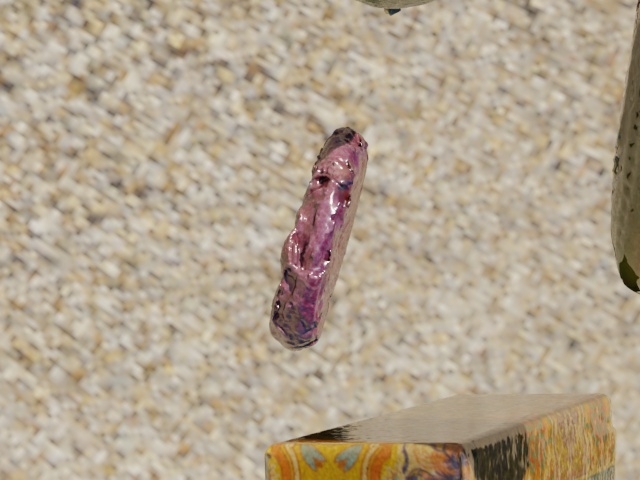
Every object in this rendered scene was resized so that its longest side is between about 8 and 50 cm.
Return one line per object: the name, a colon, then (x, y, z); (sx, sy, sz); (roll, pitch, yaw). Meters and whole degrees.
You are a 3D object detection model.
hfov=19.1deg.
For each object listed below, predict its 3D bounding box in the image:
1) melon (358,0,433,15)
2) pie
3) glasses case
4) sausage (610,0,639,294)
melon: (0.046, -0.209, 1.086); (0.139, 0.139, 0.192); (-30, 144, -32)
pie: (0.000, 0.000, 1.257); (0.154, 0.036, 0.154); (16, 90, -86)
glasses case: (0.056, 0.092, 0.744); (0.218, 0.075, 0.049); (-1, 88, -68)
sausage: (0.125, -0.112, 0.472); (0.082, 0.082, 0.371); (-31, 141, -31)
